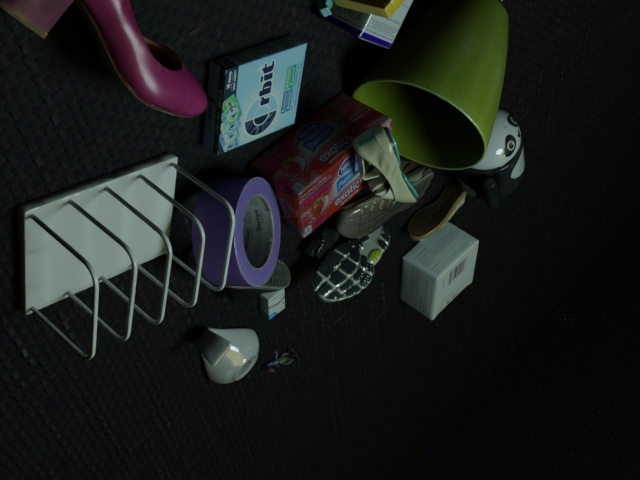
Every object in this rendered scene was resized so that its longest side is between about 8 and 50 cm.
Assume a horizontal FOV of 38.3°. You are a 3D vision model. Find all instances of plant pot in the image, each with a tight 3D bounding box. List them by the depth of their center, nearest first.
[{"bbox_3d":[0.244,-0.334,1.781,0.293,0.275,0.274,-63,156,-20],"label":"plant pot"}]

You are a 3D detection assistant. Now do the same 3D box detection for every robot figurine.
[{"bbox_3d":[0.406,-0.205,2.219,0.174,0.209,0.278,-38,150,-5],"label":"robot figurine"}]

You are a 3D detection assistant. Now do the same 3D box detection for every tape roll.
[{"bbox_3d":[-0.141,-0.015,1.581,0.189,0.080,0.188,2,90,-69],"label":"tape roll"}]

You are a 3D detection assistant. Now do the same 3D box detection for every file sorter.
[{"bbox_3d":[-0.285,0.023,1.389,0.278,0.173,0.192,-28,142,-42],"label":"file sorter"}]

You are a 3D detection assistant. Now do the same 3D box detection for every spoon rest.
[{"bbox_3d":[-0.193,0.225,1.872,0.137,0.084,0.276,-50,165,-7],"label":"spoon rest"}]

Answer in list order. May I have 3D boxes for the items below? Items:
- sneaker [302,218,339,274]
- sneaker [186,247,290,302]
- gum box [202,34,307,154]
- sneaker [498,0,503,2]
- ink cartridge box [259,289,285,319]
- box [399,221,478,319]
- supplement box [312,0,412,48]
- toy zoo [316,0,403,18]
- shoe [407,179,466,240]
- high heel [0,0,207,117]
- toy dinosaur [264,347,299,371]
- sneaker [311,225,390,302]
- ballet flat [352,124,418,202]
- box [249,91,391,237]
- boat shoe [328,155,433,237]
[{"bbox_3d":[-0.002,-0.002,1.930,0.089,0.051,0.170,-48,159,-18],"label":"sneaker"},{"bbox_3d":[-0.175,0.072,1.716,0.222,0.083,0.118,16,147,-39],"label":"sneaker"},{"bbox_3d":[-0.108,-0.241,1.519,0.184,0.041,0.156,-30,143,-41],"label":"gum box"},{"bbox_3d":[0.333,-0.495,1.838,0.097,0.135,0.276,-46,152,-21],"label":"sneaker"},{"bbox_3d":[-0.101,0.121,1.934,0.048,0.028,0.083,-38,147,-30],"label":"ink cartridge box"},{"bbox_3d":[0.310,0.077,2.433,0.181,0.119,0.181,-39,149,-28],"label":"box"},{"bbox_3d":[0.099,-0.451,1.542,0.114,0.111,0.220,0,121,-58],"label":"supplement box"},{"bbox_3d":[0.090,-0.465,1.427,0.293,0.192,0.030,-54,152,-4],"label":"toy zoo"},{"bbox_3d":[0.296,-0.064,2.305,0.219,0.077,0.058,-43,145,-26],"label":"shoe"},{"bbox_3d":[-0.226,-0.289,1.180,0.181,0.127,0.377,-48,150,9],"label":"high heel"},{"bbox_3d":[-0.091,0.283,2.116,0.082,0.047,0.090,-24,153,-16],"label":"toy dinosaur"},{"bbox_3d":[0.063,0.057,2.010,0.110,0.107,0.275,-47,178,43],"label":"sneaker"},{"bbox_3d":[0.115,-0.127,1.693,0.086,0.086,0.248,-50,149,-10],"label":"ballet flat"},{"bbox_3d":[0.005,-0.143,1.708,0.257,0.128,0.122,-41,147,-26],"label":"box"},{"bbox_3d":[0.109,-0.101,1.935,0.324,0.116,0.123,-28,154,-50],"label":"boat shoe"}]
